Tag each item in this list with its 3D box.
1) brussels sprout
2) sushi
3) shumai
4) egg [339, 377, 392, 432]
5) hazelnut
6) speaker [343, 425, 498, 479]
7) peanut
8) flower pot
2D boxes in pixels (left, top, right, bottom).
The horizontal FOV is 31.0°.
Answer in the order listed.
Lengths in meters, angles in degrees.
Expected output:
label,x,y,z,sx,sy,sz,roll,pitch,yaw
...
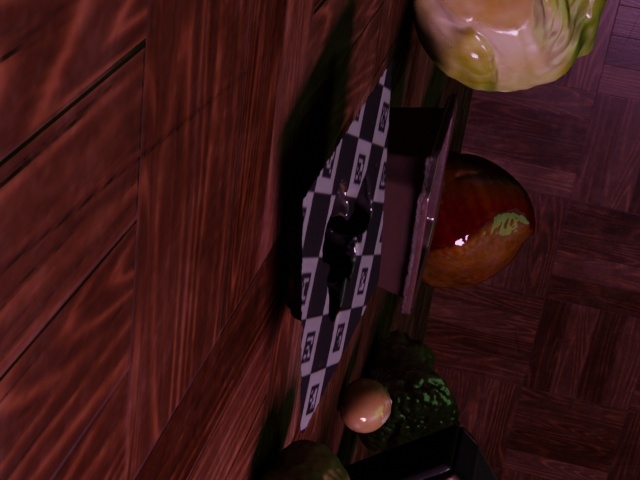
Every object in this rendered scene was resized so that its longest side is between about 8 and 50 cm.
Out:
label,x,y,z,sx,sy,sz,roll,pitch,yaw
brussels sprout,0.225,-0.310,1.368,0.294,0.227,0.259,-38,126,-65
sushi,0.000,0.000,0.930,0.219,0.047,0.231,-59,156,-50
shumai,0.133,0.242,1.885,0.206,0.166,0.175,95,-11,-45
egg,0.059,0.224,1.554,0.083,0.071,0.071,-55,156,-61
hazelnut,0.209,-0.036,1.783,0.229,0.229,0.229,13,90,-81
speaker,0.141,0.403,1.672,0.192,0.231,0.153,61,20,-10
peanut,-0.016,0.232,1.031,0.187,0.082,0.082,-30,132,-80
flower pot,0.092,-0.046,1.328,0.179,0.084,0.251,-69,169,-45
